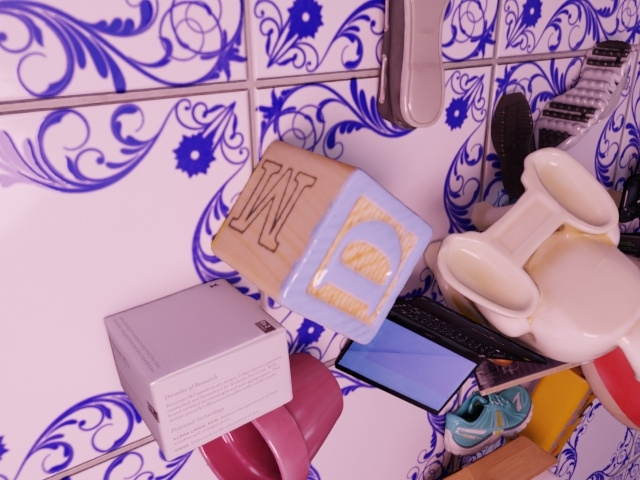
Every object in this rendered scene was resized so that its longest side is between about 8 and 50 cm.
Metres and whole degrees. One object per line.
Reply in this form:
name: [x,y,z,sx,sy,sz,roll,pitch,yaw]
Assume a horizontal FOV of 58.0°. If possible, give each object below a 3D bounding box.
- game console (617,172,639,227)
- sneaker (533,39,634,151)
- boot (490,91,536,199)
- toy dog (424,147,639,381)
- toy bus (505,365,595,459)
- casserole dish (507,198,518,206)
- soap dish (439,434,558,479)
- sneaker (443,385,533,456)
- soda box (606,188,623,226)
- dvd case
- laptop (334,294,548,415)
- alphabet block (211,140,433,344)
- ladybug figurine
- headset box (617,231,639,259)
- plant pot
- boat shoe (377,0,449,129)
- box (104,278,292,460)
game console: [0.769,-0.127,1.372,0.361,0.044,0.213,-14,106,-48]
sneaker: [0.545,-0.270,1.179,0.292,0.110,0.118,-49,138,-10]
boot: [0.390,-0.176,1.116,0.137,0.077,0.197,-3,92,-54]
toy dog: [0.383,0.084,1.028,0.284,0.395,0.408,-52,167,-12]
toy bus: [0.572,0.446,1.443,0.130,0.108,0.332,1,119,-43]
casserole dish: [0.422,-0.042,1.216,0.114,0.037,0.188,35,86,-41]
soap dish: [0.350,0.549,1.277,0.229,0.118,0.291,-12,151,-33]
sneaker: [0.394,0.399,1.338,0.275,0.107,0.109,-17,105,-33]
soda box: [0.674,-0.047,1.389,0.181,0.061,0.058,-39,126,-19]
dvd case: [0.414,0.228,1.176,0.221,0.164,0.018,-21,111,10]
laptop: [0.185,0.204,0.963,0.234,0.264,0.136,27,75,-12]
alphabet block: [0.000,0.000,0.807,0.192,0.197,0.193,34,86,-41]
ladybug figurine: [0.735,0.236,1.298,0.305,0.162,0.449,-29,95,-21]
headset box: [0.897,0.100,1.504,0.247,0.131,0.282,-3,95,-20]
plant pot: [-0.068,0.270,0.882,0.180,0.201,0.201,-29,125,-45]
boat shoe: [0.134,-0.335,0.855,0.112,0.095,0.335,-5,106,-33]
box: [-0.160,0.156,0.758,0.182,0.181,0.119,-18,118,-30]
